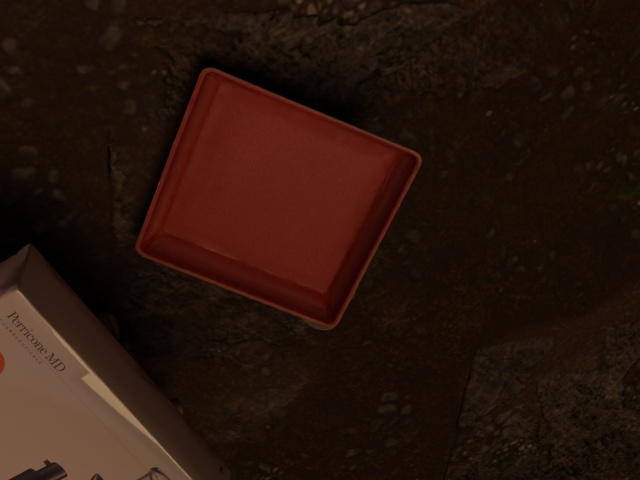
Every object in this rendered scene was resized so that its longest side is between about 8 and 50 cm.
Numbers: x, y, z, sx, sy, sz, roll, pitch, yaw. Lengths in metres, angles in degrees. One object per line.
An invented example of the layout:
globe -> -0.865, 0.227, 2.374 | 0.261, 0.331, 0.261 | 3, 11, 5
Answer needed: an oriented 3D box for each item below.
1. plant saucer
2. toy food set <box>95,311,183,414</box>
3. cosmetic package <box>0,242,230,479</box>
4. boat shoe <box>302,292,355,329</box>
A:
plant saucer -> -0.051, -0.050, 1.247 | 0.259, 0.047, 0.258 | 22, 120, -7
toy food set -> -0.237, 0.187, 1.381 | 0.104, 0.111, 0.232 | -17, 133, -25
cosmetic package -> -0.316, 0.222, 1.182 | 0.284, 0.097, 0.377 | -30, 119, 11
boat shoe -> 0.000, 0.000, 1.350 | 0.081, 0.068, 0.227 | 12, 125, 25
